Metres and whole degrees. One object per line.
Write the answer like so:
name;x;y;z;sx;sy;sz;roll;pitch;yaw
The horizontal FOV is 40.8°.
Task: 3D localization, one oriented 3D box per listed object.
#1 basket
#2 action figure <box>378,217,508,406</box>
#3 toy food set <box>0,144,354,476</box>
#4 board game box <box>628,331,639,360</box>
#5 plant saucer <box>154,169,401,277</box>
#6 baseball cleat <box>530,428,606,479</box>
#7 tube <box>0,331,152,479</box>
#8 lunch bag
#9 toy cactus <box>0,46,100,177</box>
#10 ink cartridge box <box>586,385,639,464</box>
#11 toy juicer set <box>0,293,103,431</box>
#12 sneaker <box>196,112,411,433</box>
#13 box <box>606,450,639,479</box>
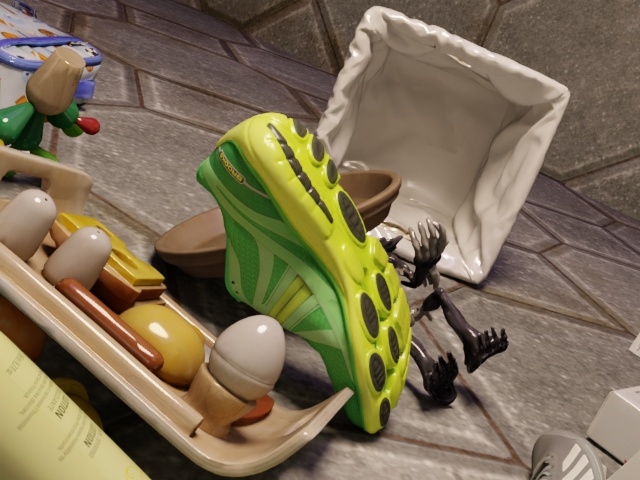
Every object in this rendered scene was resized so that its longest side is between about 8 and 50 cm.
basket;0.163;-0.162;1.369;0.328;0.331;0.266;22;15;-3
action figure;0.075;0.044;0.938;0.164;0.141;0.275;-25;46;-27
toy food set;-0.113;0.038;0.638;0.306;0.092;0.220;40;4;8
board game box;0.512;0.197;1.055;0.193;0.053;0.305;36;5;38
plant saucer;-0.043;-0.019;0.941;0.277;0.041;0.278;-15;12;3
baseball cleat;0.190;0.211;0.709;0.109;0.072;0.206;20;16;-9
tube;-0.104;0.147;0.446;0.240;0.062;0.070;50;51;-16
lunch bag;-0.473;-0.282;1.303;0.243;0.115;0.303;26;18;4
toy cactus;-0.310;-0.126;0.941;0.112;0.180;0.219;49;29;13
ink cartridge box;0.382;0.215;0.951;0.150;0.063;0.109;5;25;-48
toy juicer set;-0.215;0.123;0.481;0.209;0.089;0.329;35;17;-43
sneaker;-0.011;0.033;0.765;0.109;0.123;0.296;-37;105;-54
box;0.384;0.246;0.596;0.345;0.168;0.215;13;37;-29
